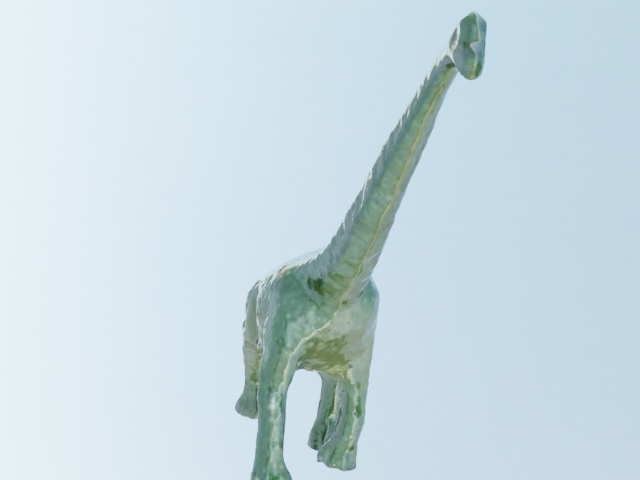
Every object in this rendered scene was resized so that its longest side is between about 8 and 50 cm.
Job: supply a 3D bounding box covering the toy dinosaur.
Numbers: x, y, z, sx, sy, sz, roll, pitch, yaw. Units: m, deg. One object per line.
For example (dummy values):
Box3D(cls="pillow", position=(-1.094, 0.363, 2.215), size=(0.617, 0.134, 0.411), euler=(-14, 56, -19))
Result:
Box3D(cls="toy dinosaur", position=(0.000, 0.000, 0.715), size=(0.447, 0.087, 0.300), euler=(-136, -129, -73))
